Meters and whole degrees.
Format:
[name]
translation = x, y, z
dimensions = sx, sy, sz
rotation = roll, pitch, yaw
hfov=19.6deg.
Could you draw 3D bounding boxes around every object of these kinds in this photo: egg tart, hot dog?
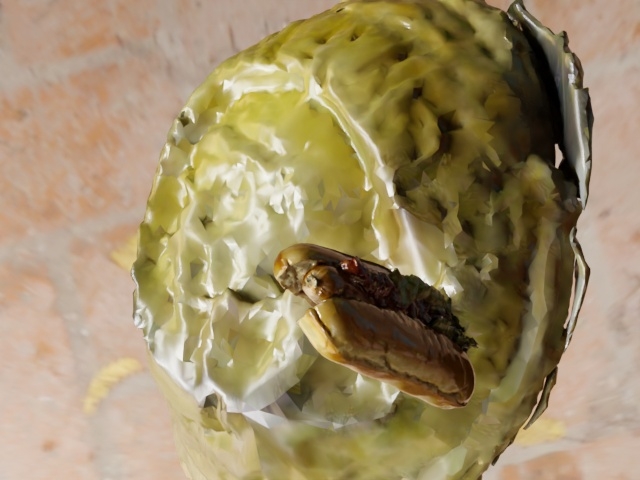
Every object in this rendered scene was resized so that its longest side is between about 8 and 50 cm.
[egg tart]
translation = 0.000, 0.000, 0.759
dimensions = 0.232, 0.098, 0.252
rotation = 40, 102, 39
[hot dog]
translation = 0.018, 0.021, 0.463
dimensions = 0.021, 0.083, 0.037
rotation = -38, 62, 17
